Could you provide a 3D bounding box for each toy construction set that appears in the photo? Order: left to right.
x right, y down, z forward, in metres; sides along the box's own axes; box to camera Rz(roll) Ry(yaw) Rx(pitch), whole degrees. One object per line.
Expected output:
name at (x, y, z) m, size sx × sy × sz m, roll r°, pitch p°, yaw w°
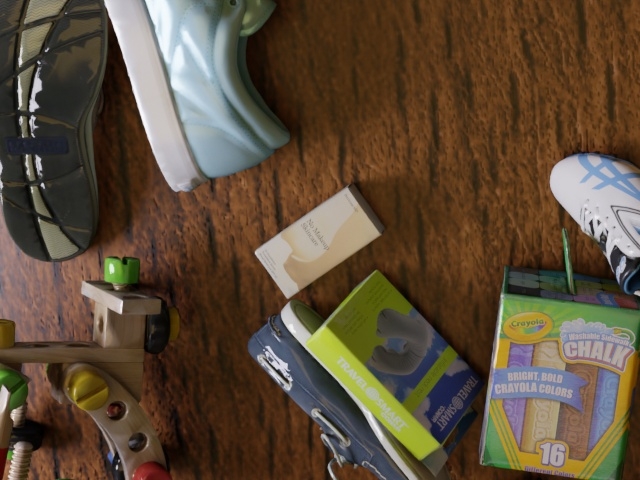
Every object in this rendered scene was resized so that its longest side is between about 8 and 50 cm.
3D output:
toy construction set at (-0.251, 0.131, 1.299) m, size 0.257 × 0.309 × 0.237 m, roll 12°, pitch 97°, yaw -2°

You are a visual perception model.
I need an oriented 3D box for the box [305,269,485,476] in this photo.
box at (0.081, 0.126, 1.332) m, size 0.178 × 0.109 × 0.042 m, roll 46°, pitch 134°, yaw -1°

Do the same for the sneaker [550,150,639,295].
sneaker at (0.276, -0.003, 1.234) m, size 0.086 × 0.237 × 0.085 m, roll -25°, pitch 133°, yaw -19°

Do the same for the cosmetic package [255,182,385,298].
cosmetic package at (0.000, 0.000, 1.356) m, size 0.115 × 0.041 × 0.060 m, roll -36°, pitch 93°, yaw 13°

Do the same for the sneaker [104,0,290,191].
sneaker at (-0.123, -0.237, 1.298) m, size 0.150 × 0.135 × 0.366 m, roll -16°, pitch 106°, yaw 3°

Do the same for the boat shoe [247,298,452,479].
boat shoe at (0.028, 0.175, 1.354) m, size 0.079 × 0.095 × 0.254 m, roll -43°, pitch 87°, yaw 17°

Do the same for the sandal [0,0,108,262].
sandal at (-0.266, -0.126, 1.358) m, size 0.120 × 0.086 × 0.303 m, roll 8°, pitch 116°, yaw 1°

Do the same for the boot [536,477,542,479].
boot at (0.181, 0.366, 1.378) m, size 0.161 × 0.083 × 0.246 m, roll -10°, pitch 100°, yaw 4°

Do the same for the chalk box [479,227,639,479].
chalk box at (0.228, 0.099, 1.293) m, size 0.132 × 0.132 × 0.213 m, roll 8°, pitch 102°, yaw 7°
